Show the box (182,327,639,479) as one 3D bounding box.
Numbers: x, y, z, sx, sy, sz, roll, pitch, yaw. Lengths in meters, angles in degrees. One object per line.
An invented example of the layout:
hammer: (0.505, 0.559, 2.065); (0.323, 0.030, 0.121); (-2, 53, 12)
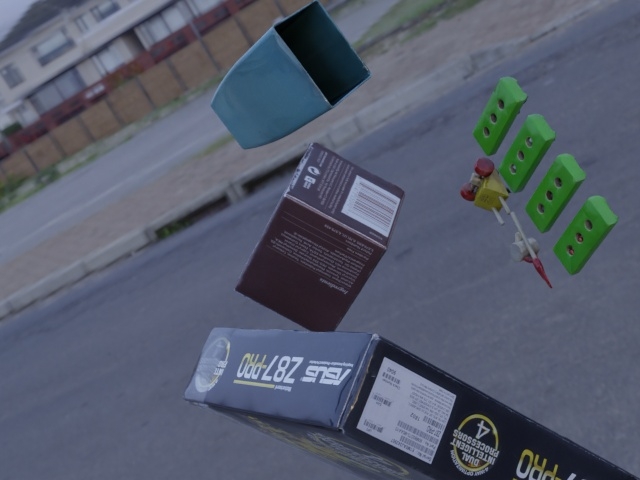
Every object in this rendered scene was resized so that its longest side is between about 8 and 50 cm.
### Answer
box: (0.101, 0.203, 0.980); (0.318, 0.394, 0.097); (-2, 62, 60)

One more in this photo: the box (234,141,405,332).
box: (0.000, 0.000, 1.486); (0.203, 0.167, 0.168); (-60, 4, 35)

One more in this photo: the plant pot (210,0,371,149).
plant pot: (-0.070, -0.271, 1.740); (0.234, 0.165, 0.166); (-32, 9, 38)

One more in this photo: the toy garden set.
toy garden set: (0.280, -0.060, 1.289); (0.049, 0.244, 0.204); (-15, -30, -25)
